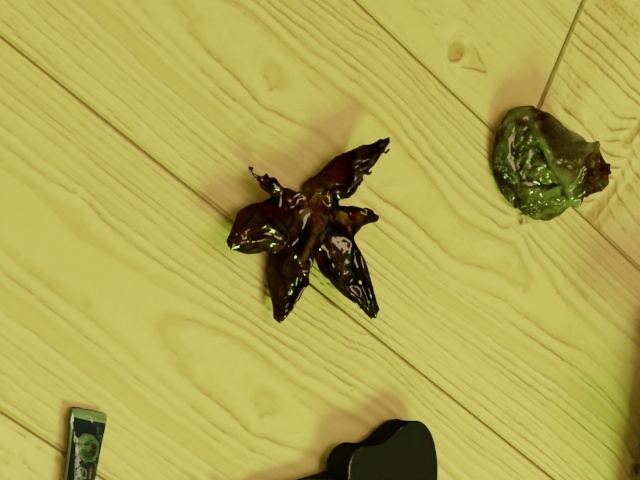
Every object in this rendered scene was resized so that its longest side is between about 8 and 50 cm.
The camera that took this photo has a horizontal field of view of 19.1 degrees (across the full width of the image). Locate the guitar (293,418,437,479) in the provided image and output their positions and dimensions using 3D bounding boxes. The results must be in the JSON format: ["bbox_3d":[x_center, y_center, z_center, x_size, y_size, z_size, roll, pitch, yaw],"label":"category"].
[{"bbox_3d":[-0.001,0.217,1.669,0.271,0.038,0.084,-8,93,-42],"label":"guitar"}]

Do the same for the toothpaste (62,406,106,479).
[{"bbox_3d":[-0.194,0.203,1.511,0.037,0.021,0.140,18,75,-42],"label":"toothpaste"}]

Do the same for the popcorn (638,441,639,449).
[{"bbox_3d":[0.453,0.213,1.916,0.325,0.290,0.321,46,56,-52],"label":"popcorn"}]

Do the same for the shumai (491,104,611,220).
[{"bbox_3d":[0.231,-0.075,1.850,0.124,0.087,0.099,43,64,-31],"label":"shumai"}]

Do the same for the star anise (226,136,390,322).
[{"bbox_3d":[-0.003,0.001,1.664,0.212,0.053,0.157,-17,99,-43],"label":"star anise"}]
